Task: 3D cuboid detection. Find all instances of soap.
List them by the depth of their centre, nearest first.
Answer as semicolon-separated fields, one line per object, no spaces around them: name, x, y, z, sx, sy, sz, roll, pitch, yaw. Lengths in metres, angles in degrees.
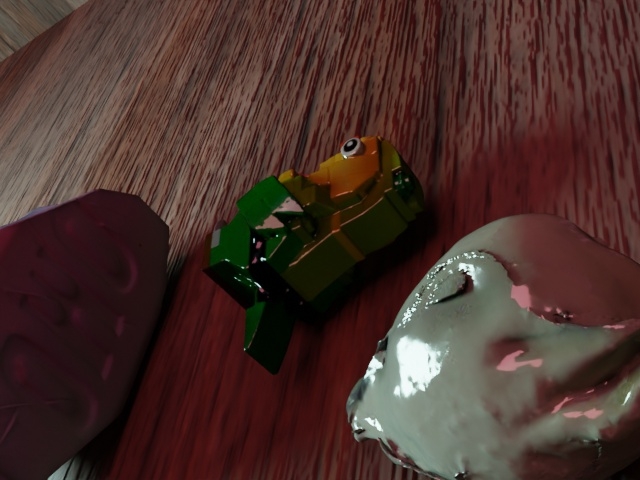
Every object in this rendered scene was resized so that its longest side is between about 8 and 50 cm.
soap;-0.254;0.076;0.807;0.109;0.193;0.324;-20;37;30

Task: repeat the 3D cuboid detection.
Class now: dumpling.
dumpling;0.120;0.053;0.497;0.172;0.142;0.247;-22;4;-43

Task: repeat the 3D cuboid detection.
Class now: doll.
doll;-0.003;-0.004;0.702;0.186;0.106;0.134;-42;36;0
